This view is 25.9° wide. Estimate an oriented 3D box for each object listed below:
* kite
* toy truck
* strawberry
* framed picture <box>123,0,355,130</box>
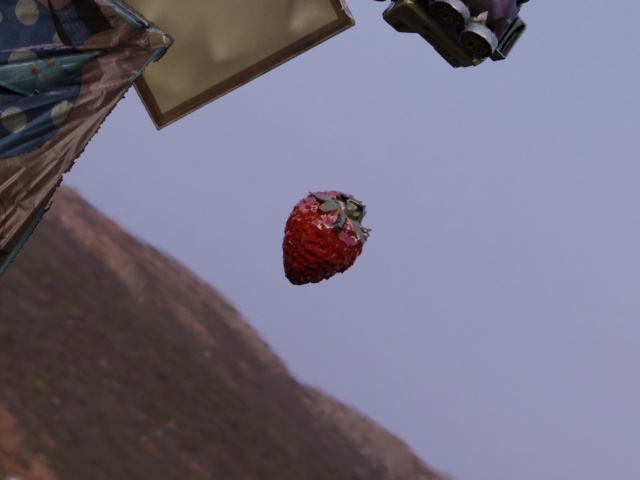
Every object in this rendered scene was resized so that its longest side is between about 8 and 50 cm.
[{"bbox_3d":[-0.283,-0.124,1.049,0.368,0.406,0.014,-6,9,15],"label":"kite"},{"bbox_3d":[0.089,-0.231,1.209,0.191,0.085,0.116,42,-24,-19],"label":"toy truck"},{"bbox_3d":[-0.002,-0.007,1.970,0.148,0.131,0.131,-25,-57,37],"label":"strawberry"},{"bbox_3d":[-0.103,-0.237,1.384,0.173,0.231,0.010,63,-3,-7],"label":"framed picture"}]
